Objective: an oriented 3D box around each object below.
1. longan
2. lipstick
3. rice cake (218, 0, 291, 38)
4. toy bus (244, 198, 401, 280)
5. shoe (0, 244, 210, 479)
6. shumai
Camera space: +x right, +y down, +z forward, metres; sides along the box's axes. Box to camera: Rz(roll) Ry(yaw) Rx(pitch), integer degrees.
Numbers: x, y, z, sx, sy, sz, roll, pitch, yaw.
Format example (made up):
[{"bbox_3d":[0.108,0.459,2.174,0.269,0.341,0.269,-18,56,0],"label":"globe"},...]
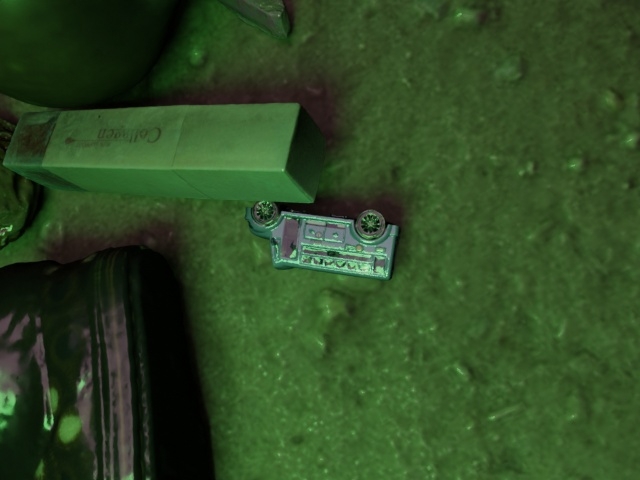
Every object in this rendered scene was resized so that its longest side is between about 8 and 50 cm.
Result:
[{"bbox_3d":[-0.281,-0.304,0.476,0.288,0.288,0.350,50,120,10],"label":"longan"},{"bbox_3d":[-0.181,-0.095,0.510,0.372,0.080,0.076,5,73,23],"label":"lipstick"},{"bbox_3d":[-0.115,-0.309,0.565,0.207,0.047,0.036,39,91,12],"label":"rice cake"},{"bbox_3d":[0.000,0.000,0.509,0.168,0.073,0.076,7,89,12],"label":"toy bus"},{"bbox_3d":[-0.262,0.204,0.501,0.238,0.171,0.383,-12,83,4],"label":"shoe"},{"bbox_3d":[-0.463,-0.083,0.559,0.166,0.175,0.206,-43,76,7],"label":"shumai"}]
